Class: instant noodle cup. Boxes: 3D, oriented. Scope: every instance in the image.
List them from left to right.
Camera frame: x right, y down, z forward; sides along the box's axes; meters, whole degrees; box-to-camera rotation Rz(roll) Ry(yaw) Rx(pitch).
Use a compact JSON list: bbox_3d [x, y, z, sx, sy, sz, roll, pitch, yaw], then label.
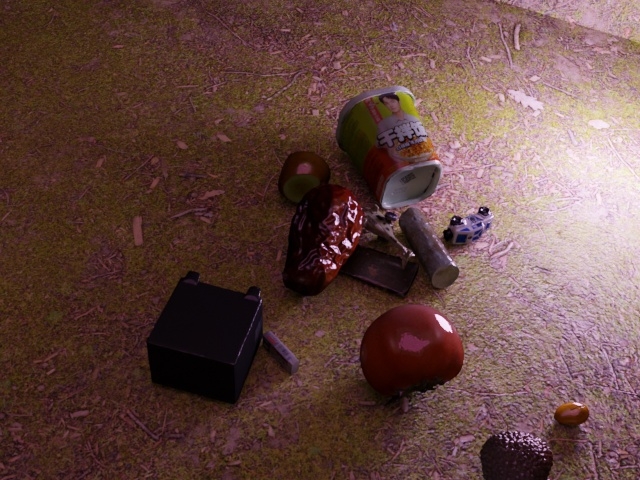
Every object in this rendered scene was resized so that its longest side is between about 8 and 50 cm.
[{"bbox_3d":[0.227,-0.282,2.367,0.294,0.293,0.307,-14,58,-17],"label":"instant noodle cup"}]

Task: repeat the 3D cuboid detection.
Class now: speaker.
[{"bbox_3d":[-0.283,0.242,1.892,0.232,0.184,0.254,13,45,7],"label":"speaker"}]

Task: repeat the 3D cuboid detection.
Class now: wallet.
[{"bbox_3d":[0.160,0.082,2.173,0.232,0.031,0.122,19,53,16],"label":"wallet"}]

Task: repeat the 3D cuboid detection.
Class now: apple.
[{"bbox_3d":[-0.049,-0.197,2.331,0.147,0.146,0.163,20,47,7],"label":"apple"}]

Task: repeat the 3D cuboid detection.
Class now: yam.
[{"bbox_3d":[0.313,0.016,2.204,0.093,0.093,0.259,-13,49,-16],"label":"yam"}]

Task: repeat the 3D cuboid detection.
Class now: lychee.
[{"bbox_3d":[0.457,0.521,1.713,0.197,0.165,0.165,32,53,22],"label":"lychee"}]

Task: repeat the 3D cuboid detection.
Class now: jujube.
[{"bbox_3d":[0.000,0.000,2.125,0.216,0.216,0.342,18,56,11],"label":"jujube"}]

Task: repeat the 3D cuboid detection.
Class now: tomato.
[{"bbox_3d":[0.223,0.278,1.859,0.256,0.255,0.224,-12,66,-15],"label":"tomato"}]

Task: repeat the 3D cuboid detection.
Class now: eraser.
[{"bbox_3d":[-0.104,0.290,1.948,0.029,0.052,0.122,-32,58,-27],"label":"eraser"}]

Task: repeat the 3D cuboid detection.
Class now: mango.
[{"bbox_3d":[0.628,0.436,1.883,0.089,0.046,0.060,-12,51,-9],"label":"mango"}]

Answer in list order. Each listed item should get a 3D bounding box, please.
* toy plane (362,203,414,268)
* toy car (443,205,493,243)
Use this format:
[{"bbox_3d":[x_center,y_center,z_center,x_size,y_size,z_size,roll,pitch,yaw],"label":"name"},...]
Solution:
[{"bbox_3d":[0.190,-0.021,2.199,0.108,0.092,0.286,-2,33,-36],"label":"toy plane"},{"bbox_3d":[0.448,-0.038,2.269,0.171,0.080,0.070,-19,52,-21],"label":"toy car"}]
